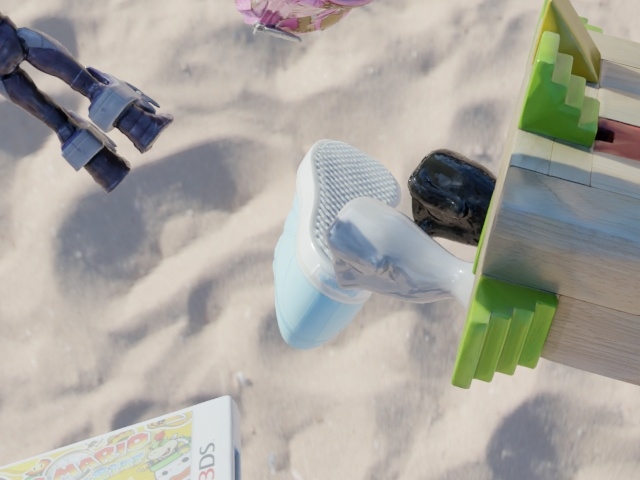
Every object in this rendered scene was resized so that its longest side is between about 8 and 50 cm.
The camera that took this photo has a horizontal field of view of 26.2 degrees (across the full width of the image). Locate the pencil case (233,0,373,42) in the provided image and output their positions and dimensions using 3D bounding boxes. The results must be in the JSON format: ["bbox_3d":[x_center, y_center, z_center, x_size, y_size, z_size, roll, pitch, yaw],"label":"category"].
[{"bbox_3d":[-0.006,-0.292,1.355,0.160,0.386,0.167,-11,94,-7],"label":"pencil case"}]

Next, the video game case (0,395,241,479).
[{"bbox_3d":[-0.163,0.205,0.946,0.227,0.026,0.206,-18,28,6],"label":"video game case"}]

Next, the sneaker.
[{"bbox_3d":[0.000,0.000,1.633,0.135,0.150,0.366,33,26,-7],"label":"sneaker"}]

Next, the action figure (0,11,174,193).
[{"bbox_3d":[-0.272,-0.162,1.219,0.185,0.285,0.099,-43,17,20],"label":"action figure"}]

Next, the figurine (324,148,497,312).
[{"bbox_3d":[0.144,0.005,1.260,0.209,0.092,0.215,19,34,33],"label":"figurine"}]

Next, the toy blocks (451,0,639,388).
[{"bbox_3d":[0.246,-0.019,0.897,0.261,0.191,0.381,16,33,5],"label":"toy blocks"}]
